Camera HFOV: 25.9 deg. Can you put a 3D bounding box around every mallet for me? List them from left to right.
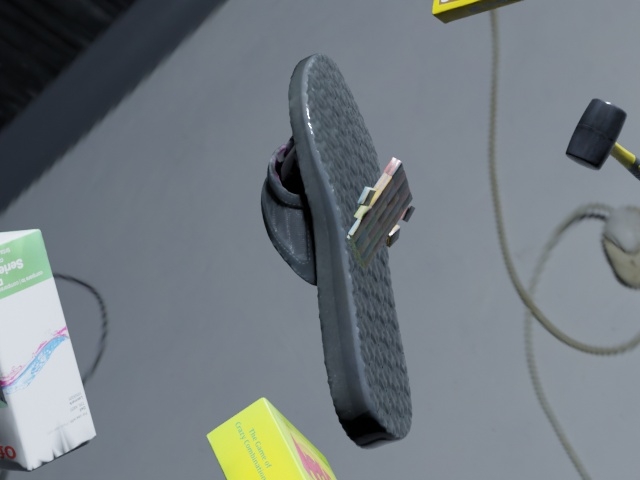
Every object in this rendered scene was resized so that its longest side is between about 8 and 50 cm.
[{"bbox_3d":[0.296,-0.086,1.331,0.039,0.189,0.062,27,98,38],"label":"mallet"}]

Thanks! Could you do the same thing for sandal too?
[{"bbox_3d":[-0.001,0.000,1.444,0.107,0.167,0.446,-17,62,21],"label":"sandal"}]

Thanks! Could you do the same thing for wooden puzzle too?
[{"bbox_3d":[0.032,-0.014,0.756,0.006,0.083,0.049,29,76,20],"label":"wooden puzzle"}]

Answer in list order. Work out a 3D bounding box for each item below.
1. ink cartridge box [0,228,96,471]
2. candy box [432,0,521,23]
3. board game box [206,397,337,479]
[{"bbox_3d":[-0.415,0.137,1.727,0.201,0.117,0.278,-4,104,38],"label":"ink cartridge box"},{"bbox_3d":[0.197,-0.281,1.338,0.206,0.027,0.105,-10,64,44],"label":"candy box"},{"bbox_3d":[0.004,0.184,0.786,0.043,0.092,0.181,-34,50,4],"label":"board game box"}]
